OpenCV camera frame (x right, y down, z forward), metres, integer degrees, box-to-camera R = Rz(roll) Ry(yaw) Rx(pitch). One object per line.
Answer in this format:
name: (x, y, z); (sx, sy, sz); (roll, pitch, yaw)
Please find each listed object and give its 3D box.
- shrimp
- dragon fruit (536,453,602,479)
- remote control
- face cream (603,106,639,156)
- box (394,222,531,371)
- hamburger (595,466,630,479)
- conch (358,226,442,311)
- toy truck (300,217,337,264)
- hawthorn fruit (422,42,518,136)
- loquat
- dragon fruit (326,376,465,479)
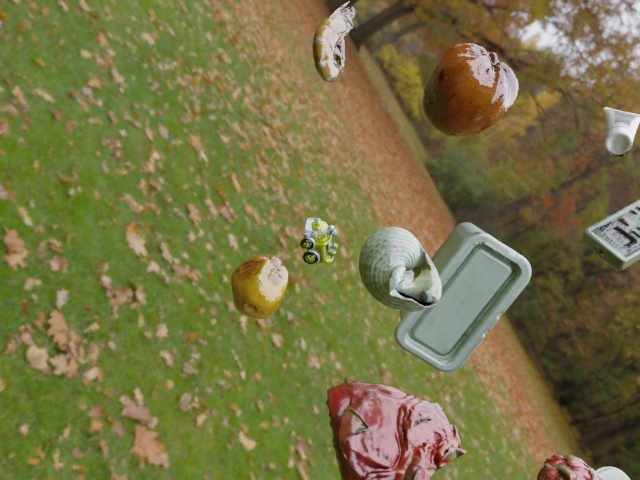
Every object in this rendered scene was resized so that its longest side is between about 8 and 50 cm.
shrimp: (0.045, -0.499, 1.846); (0.287, 0.063, 0.152); (-61, 142, -46)
dragon fruit: (0.540, 0.552, 1.573); (0.172, 0.160, 0.166); (-28, 101, -76)
remote control: (0.726, -0.038, 1.628); (0.123, 0.285, 0.038); (51, -21, 37)
face cream: (0.693, -0.262, 1.695); (0.243, 0.092, 0.058); (-48, 150, -54)
box: (0.302, 0.109, 1.640); (0.175, 0.311, 0.182); (32, 16, -12)
hamburger: (0.714, 0.626, 1.787); (0.133, 0.062, 0.140); (-4, 50, -27)
conch: (0.122, 0.053, 1.147); (0.135, 0.102, 0.153); (24, 49, -16)
toy truck: (0.000, 0.000, 1.632); (0.076, 0.077, 0.111); (-75, 163, -46)
hawthorn fruit: (0.357, -0.355, 1.823); (0.224, 0.261, 0.224); (18, 45, -20)
loquat: (-0.117, 0.088, 1.448); (0.137, 0.113, 0.137); (10, 90, -67)
dragon fruit: (0.185, 0.488, 1.792); (0.228, 0.329, 0.286); (-73, 153, -81)
